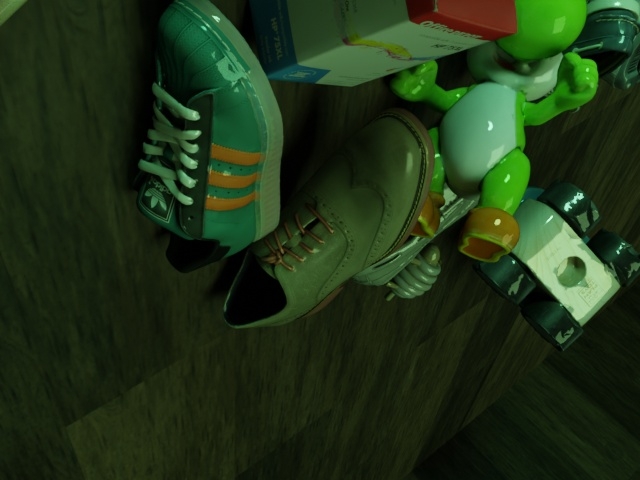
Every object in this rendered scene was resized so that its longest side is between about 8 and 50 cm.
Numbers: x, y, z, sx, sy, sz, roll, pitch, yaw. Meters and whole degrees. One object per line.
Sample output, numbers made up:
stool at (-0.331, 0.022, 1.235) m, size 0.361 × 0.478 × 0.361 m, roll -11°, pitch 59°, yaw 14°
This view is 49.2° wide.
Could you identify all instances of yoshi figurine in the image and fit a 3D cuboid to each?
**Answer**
yoshi figurine at (0.205, -0.173, 0.813) m, size 0.204 × 0.203 × 0.362 m, roll 29°, pitch 77°, yaw -26°

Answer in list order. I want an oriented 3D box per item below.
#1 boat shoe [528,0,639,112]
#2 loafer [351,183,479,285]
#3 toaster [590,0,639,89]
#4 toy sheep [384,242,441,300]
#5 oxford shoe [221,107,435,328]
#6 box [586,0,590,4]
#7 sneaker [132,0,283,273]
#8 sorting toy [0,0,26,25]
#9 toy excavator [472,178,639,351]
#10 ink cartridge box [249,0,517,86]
boat shoe at (0.337, -0.231, 0.945) m, size 0.254 × 0.095 × 0.079 m, roll 148°, pitch -48°, yaw -70°
loafer at (0.148, -0.063, 0.978) m, size 0.319 × 0.112 × 0.111 m, roll -51°, pitch 160°, yaw 9°
toaster at (0.452, -0.321, 1.018) m, size 0.227 × 0.146 × 0.129 m, roll -27°, pitch 147°, yaw -31°
toy sheep at (0.148, 0.053, 1.158) m, size 0.132 × 0.091 × 0.091 m, roll -45°, pitch 155°, yaw 28°
oxford shoe at (0.000, 0.000, 0.782) m, size 0.130 × 0.123 × 0.348 m, roll -23°, pitch 156°, yaw -46°
box at (0.333, -0.334, 0.908) m, size 0.018 × 0.067 × 0.083 m, roll 19°, pitch 94°, yaw -17°
sneaker at (-0.109, -0.069, 0.624) m, size 0.121 × 0.108 × 0.302 m, roll -39°, pitch 153°, yaw -22°
sorting toy at (-0.208, -0.245, 0.334) m, size 0.229 × 0.041 × 0.307 m, roll -44°, pitch 152°, yaw -5°
toy excavator at (0.442, 0.050, 1.437) m, size 0.433 × 0.445 × 0.222 m, roll 43°, pitch 92°, yaw -21°
ink cartridge box at (0.069, -0.197, 0.586) m, size 0.134 × 0.231 × 0.078 m, roll -10°, pitch 91°, yaw -48°
